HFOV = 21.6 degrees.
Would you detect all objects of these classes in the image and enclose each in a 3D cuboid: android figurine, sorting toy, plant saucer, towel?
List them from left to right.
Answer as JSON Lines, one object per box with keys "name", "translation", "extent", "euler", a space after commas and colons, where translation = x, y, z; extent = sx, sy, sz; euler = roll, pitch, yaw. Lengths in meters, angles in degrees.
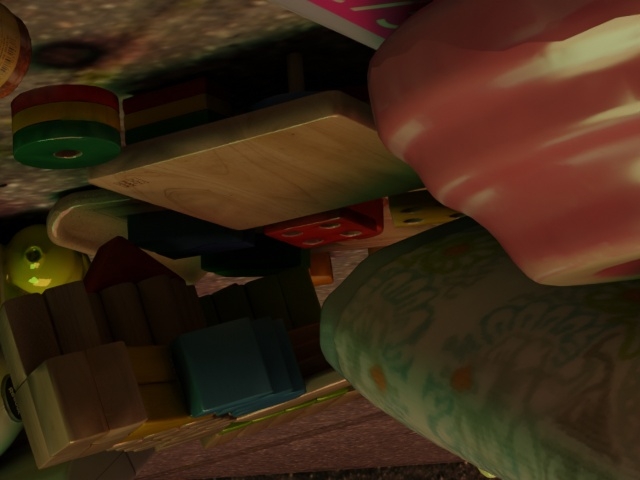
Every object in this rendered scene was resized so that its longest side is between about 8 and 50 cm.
{"name": "android figurine", "translation": [-0.266, 0.030, 1.005], "extent": [0.248, 0.056, 0.273], "euler": [-6, 170, 2]}
{"name": "sorting toy", "translation": [-0.015, -0.048, 0.791], "extent": [0.132, 0.046, 0.274], "euler": [-13, 164, 27]}
{"name": "sorting toy", "translation": [0.000, 0.000, 1.042], "extent": [0.229, 0.041, 0.307], "euler": [-11, 167, 19]}
{"name": "towel", "translation": [0.219, 0.014, 0.746], "extent": [0.374, 0.090, 0.320], "euler": [-21, -167, -18]}
{"name": "plant saucer", "translation": [0.183, -0.046, 0.528], "extent": [0.332, 0.084, 0.332], "euler": [-9, 174, -1]}

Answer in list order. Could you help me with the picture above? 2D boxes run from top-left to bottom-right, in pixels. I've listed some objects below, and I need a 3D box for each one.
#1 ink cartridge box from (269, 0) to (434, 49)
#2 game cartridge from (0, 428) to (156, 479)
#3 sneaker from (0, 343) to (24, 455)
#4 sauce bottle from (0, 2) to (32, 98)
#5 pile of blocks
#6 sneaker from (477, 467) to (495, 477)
{"name": "ink cartridge box", "translation": [0.145, -0.121, 0.514], "extent": [0.311, 0.065, 0.186], "euler": [-15, 166, 28]}
{"name": "game cartridge", "translation": [-0.199, 0.145, 1.238], "extent": [0.198, 0.062, 0.297], "euler": [-27, -167, 16]}
{"name": "sneaker", "translation": [-0.329, 0.123, 1.217], "extent": [0.331, 0.122, 0.146], "euler": [-1, -161, 33]}
{"name": "sauce bottle", "translation": [-0.149, -0.081, 0.586], "extent": [0.042, 0.042, 0.128], "euler": [-10, 166, 17]}
{"name": "pile of blocks", "translation": [-0.064, 0.049, 0.952], "extent": [0.149, 0.112, 0.362], "euler": [-21, 171, 13]}
{"name": "sneaker", "translation": [0.141, 0.097, 1.061], "extent": [0.145, 0.147, 0.384], "euler": [15, 157, 23]}
